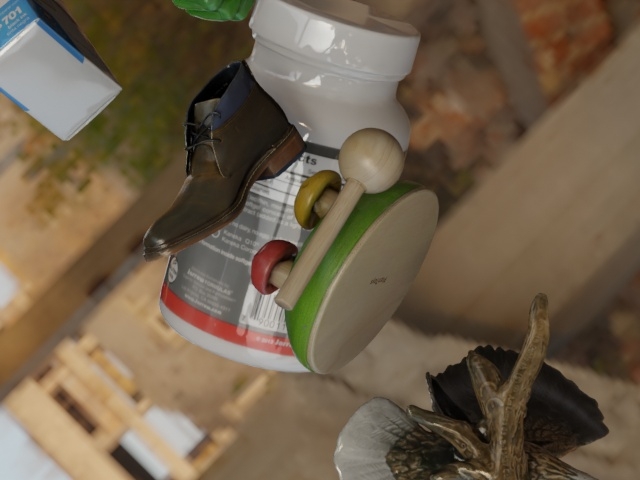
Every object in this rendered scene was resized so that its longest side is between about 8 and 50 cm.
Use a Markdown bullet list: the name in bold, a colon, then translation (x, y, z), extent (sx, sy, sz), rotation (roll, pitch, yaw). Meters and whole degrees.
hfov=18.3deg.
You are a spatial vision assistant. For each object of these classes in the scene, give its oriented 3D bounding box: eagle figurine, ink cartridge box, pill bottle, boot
- **eagle figurine**: translation (0.160, 0.199, 1.663), extent (0.225, 0.226, 0.298), rotation (48, 176, 15)
- **ink cartridge box**: translation (-0.287, -0.203, 1.860), extent (0.139, 0.082, 0.191), rotation (41, -168, -51)
- **pill bottle**: translation (-0.026, -0.065, 2.051), extent (0.210, 0.363, 0.210), rotation (15, -165, -4)
- **boot**: translation (-0.109, -0.073, 1.804), extent (0.082, 0.219, 0.106), rotation (-12, 115, 44)

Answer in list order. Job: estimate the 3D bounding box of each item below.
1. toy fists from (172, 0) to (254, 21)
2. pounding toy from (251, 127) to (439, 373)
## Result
- **toy fists**: translation (-0.158, -0.345, 2.352), extent (0.096, 0.142, 0.279), rotation (2, 171, 27)
- **pounding toy**: translation (0.000, 0.000, 1.654), extent (0.110, 0.183, 0.237), rotation (32, 168, 20)
